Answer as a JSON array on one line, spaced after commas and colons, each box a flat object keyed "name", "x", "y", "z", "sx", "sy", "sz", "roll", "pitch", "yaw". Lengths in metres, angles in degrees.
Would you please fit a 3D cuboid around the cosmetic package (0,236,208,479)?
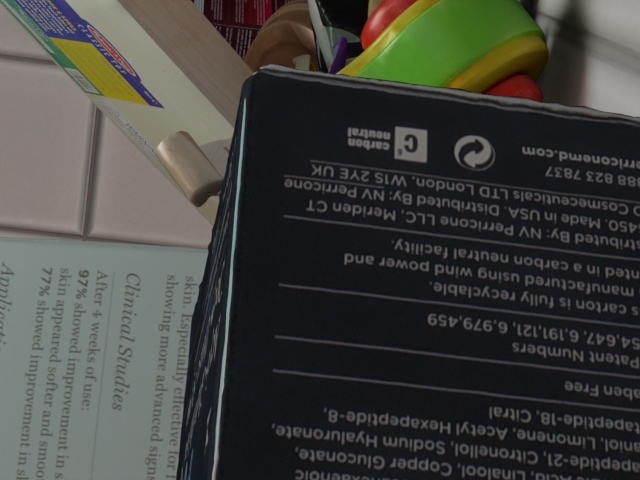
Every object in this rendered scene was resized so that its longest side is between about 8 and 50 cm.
[{"name": "cosmetic package", "x": -0.159, "y": 0.193, "z": 1.398, "sx": 0.327, "sy": 0.393, "sz": 0.330, "roll": 81, "pitch": -166, "yaw": -77}]

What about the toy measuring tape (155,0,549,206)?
[{"name": "toy measuring tape", "x": 0.045, "y": -0.094, "z": 0.860, "sx": 0.330, "sy": 0.121, "sz": 0.121, "roll": -18, "pitch": -57, "yaw": -52}]

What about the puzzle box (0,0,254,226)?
[{"name": "puzzle box", "x": -0.120, "y": -0.119, "z": 1.375, "sx": 0.052, "sy": 0.409, "sz": 0.272, "roll": -52, "pitch": 34, "yaw": -15}]

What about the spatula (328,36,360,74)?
[{"name": "spatula", "x": 0.055, "y": -0.157, "z": 1.192, "sx": 0.296, "sy": 0.030, "sz": 0.084, "roll": -49, "pitch": -27, "yaw": -44}]

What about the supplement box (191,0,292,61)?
[{"name": "supplement box", "x": -0.083, "y": -0.295, "z": 2.105, "sx": 0.130, "sy": 0.239, "sz": 0.073, "roll": -93, "pitch": 11, "yaw": -59}]

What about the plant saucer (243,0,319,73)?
[{"name": "plant saucer", "x": -0.008, "y": -0.109, "z": 1.515, "sx": 0.278, "sy": 0.041, "sz": 0.278, "roll": 27, "pitch": 124, "yaw": 50}]

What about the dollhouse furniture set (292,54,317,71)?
[{"name": "dollhouse furniture set", "x": 0.007, "y": -0.086, "z": 1.227, "sx": 0.076, "sy": 0.058, "sz": 0.152, "roll": 75, "pitch": -166, "yaw": -44}]

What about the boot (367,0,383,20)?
[{"name": "boot", "x": 0.105, "y": -0.262, "z": 1.143, "sx": 0.211, "sy": 0.104, "sz": 0.295, "roll": -75, "pitch": -7, "yaw": -60}]

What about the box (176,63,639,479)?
[{"name": "box", "x": 0.036, "y": 0.169, "z": 0.704, "sx": 0.293, "sy": 0.212, "sz": 0.396, "roll": 110, "pitch": 164, "yaw": -62}]

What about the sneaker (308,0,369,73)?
[{"name": "sneaker", "x": 0.047, "y": -0.149, "z": 1.318, "sx": 0.146, "sy": 0.122, "sz": 0.331, "roll": 98, "pitch": 171, "yaw": -51}]
